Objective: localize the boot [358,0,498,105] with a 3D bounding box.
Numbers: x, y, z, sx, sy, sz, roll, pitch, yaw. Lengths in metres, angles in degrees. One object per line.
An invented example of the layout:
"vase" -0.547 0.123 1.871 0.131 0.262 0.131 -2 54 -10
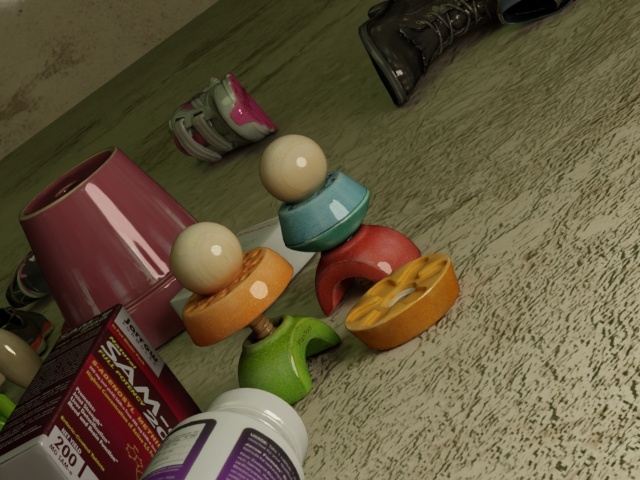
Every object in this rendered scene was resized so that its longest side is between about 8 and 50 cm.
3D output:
"boot" 0.168 -0.272 2.148 0.229 0.091 0.263 -22 25 15

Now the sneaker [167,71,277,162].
"sneaker" -0.139 -0.152 2.438 0.111 0.103 0.252 -42 9 -8

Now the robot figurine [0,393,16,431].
"robot figurine" -0.326 0.203 1.777 0.101 0.067 0.115 -47 16 -4

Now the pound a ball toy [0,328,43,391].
"pound a ball toy" -0.483 0.182 2.055 0.319 0.136 0.208 -38 15 -10

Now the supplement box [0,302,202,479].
"supplement box" -0.179 0.164 1.458 0.073 0.130 0.239 -29 17 19

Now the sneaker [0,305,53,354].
"sneaker" -0.362 0.100 2.180 0.061 0.065 0.158 -36 15 -4

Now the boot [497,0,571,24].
"boot" 0.293 -0.303 2.038 0.219 0.082 0.106 -8 60 28

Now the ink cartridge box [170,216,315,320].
"ink cartridge box" -0.074 0.035 1.780 0.088 0.052 0.122 -18 24 48

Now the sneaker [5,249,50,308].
"sneaker" -0.366 0.028 2.416 0.077 0.072 0.178 -38 5 35

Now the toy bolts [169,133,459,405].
"toy bolts" 0.000 0.000 1.515 0.218 0.158 0.228 -27 17 29

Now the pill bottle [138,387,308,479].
"pill bottle" -0.071 0.181 1.210 0.108 0.108 0.193 -27 16 28

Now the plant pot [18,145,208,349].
"plant pot" -0.214 0.010 1.914 0.201 0.180 0.201 -32 16 10
